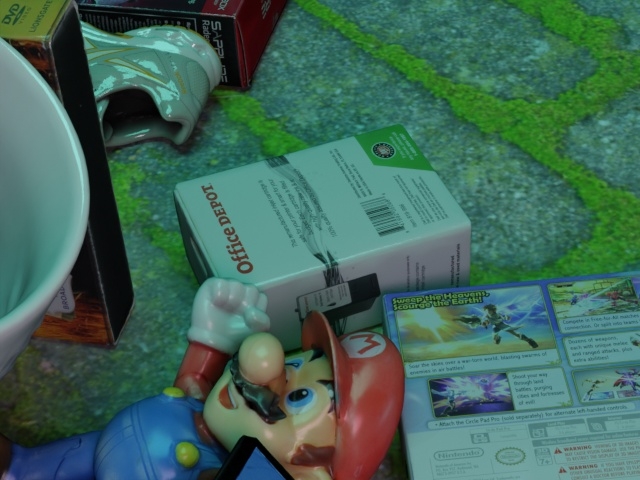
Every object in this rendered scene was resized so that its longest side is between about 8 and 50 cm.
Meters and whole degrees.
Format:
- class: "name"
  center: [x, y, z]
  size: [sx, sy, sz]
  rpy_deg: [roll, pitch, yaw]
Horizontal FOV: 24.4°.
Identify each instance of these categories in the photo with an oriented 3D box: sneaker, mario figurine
- class: "sneaker"
  center: [-0.232, -0.146, 1.402]
  size: [0.262, 0.099, 0.121]
  rpy_deg: [2, 46, 9]
- class: "mario figurine"
  center: [-0.098, 0.123, 1.019]
  size: [0.321, 0.170, 0.198]
  rpy_deg: [-19, 77, -5]

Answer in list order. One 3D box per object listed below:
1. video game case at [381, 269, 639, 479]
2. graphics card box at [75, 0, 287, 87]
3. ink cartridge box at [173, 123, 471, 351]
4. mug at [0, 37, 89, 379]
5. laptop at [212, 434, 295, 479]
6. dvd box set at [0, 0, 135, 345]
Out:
- class: "video game case"
  center: [0.191, 0.130, 1.073]
  size: [0.270, 0.061, 0.244]
  rpy_deg: [-5, 43, -1]
- class: "graphics card box"
  center: [-0.226, -0.272, 1.543]
  size: [0.371, 0.094, 0.232]
  rpy_deg: [6, 43, 13]
- class: "ink cartridge box"
  center: [0.000, 0.000, 1.217]
  size: [0.208, 0.087, 0.153]
  rpy_deg: [-15, 43, -13]
- class: "mug"
  center: [-0.368, -0.006, 1.014]
  size: [0.276, 0.328, 0.374]
  rpy_deg: [-31, 78, -40]
- class: "laptop"
  center: [0.028, 0.272, 0.869]
  size: [0.264, 0.136, 0.234]
  rpy_deg: [15, 46, 21]
- class: "dvd box set"
  center: [-0.371, -0.064, 1.158]
  size: [0.420, 0.307, 0.062]
  rpy_deg: [7, 42, 11]
